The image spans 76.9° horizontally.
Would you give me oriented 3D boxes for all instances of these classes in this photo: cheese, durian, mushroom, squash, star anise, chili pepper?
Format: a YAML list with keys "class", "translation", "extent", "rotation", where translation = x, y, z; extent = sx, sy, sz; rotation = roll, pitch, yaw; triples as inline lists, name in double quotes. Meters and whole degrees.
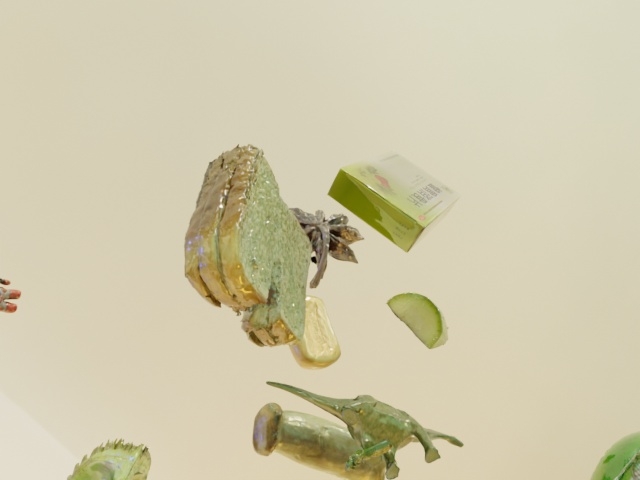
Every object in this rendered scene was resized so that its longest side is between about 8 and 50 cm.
- class: "cheese"
  translation: [0.382, 0.333, 0.508]
  extent: [0.320, 0.083, 0.203]
  rotation: [-4, -72, -27]
- class: "durian"
  translation: [-0.464, 0.601, 0.837]
  extent: [0.163, 0.198, 0.394]
  rotation: [40, -111, -37]
- class: "mushroom"
  translation: [0.004, 0.425, 0.836]
  extent: [0.312, 0.081, 0.100]
  rotation: [26, -102, -16]
- class: "squash"
  translation: [0.310, 0.200, 1.157]
  extent: [0.184, 0.192, 0.085]
  rotation: [-7, -44, -47]
- class: "star anise"
  translation: [0.000, 0.000, 0.941]
  extent: [0.209, 0.231, 0.089]
  rotation: [-16, -43, -13]
- class: "chili pepper"
  translation: [0.068, 0.318, 0.598]
  extent: [0.083, 0.027, 0.022]
  rotation: [-28, -112, 1]

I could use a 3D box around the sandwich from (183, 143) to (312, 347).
- class: "sandwich"
  translation: [-0.103, 0.024, 0.655]
  extent: [0.273, 0.095, 0.249]
  rotation: [63, -156, -47]

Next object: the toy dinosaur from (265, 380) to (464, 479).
- class: "toy dinosaur"
  translation: [0.117, 0.339, 0.787]
  extent: [0.447, 0.301, 0.087]
  rotation: [29, -89, 4]

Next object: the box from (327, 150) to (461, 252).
- class: "box"
  translation: [0.151, -0.088, 0.769]
  extent: [0.175, 0.062, 0.260]
  rotation: [38, -148, 15]

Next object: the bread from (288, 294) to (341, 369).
- class: "bread"
  translation: [-0.034, 0.261, 1.140]
  extent: [0.147, 0.098, 0.217]
  rotation: [3, -126, -29]

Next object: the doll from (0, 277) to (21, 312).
- class: "doll"
  translation: [-0.607, 0.095, 0.692]
  extent: [0.062, 0.194, 0.104]
  rotation: [22, -102, 11]
